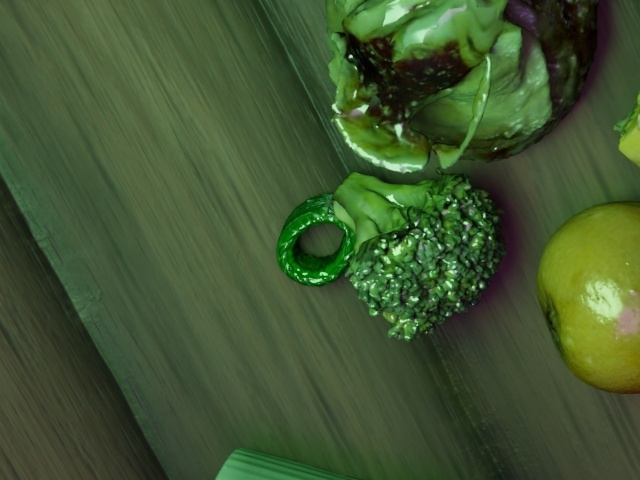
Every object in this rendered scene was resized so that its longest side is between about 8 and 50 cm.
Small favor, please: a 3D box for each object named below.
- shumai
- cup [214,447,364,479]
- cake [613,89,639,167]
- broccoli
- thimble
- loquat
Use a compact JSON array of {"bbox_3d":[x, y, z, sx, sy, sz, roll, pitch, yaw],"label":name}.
[{"bbox_3d":[0.165,-0.269,1.711,0.395,0.348,0.395,3,104,11],"label":"shumai"},{"bbox_3d":[0.004,0.537,2.045,0.392,0.310,0.400,18,109,10],"label":"cup"},{"bbox_3d":[0.533,-0.148,1.723,0.227,0.222,0.286,42,145,-1],"label":"cake"},{"bbox_3d":[0.117,0.007,1.860,0.246,0.288,0.247,26,86,38],"label":"broccoli"},{"bbox_3d":[0.000,0.000,1.968,0.118,0.090,0.130,22,113,0],"label":"thimble"},{"bbox_3d":[0.412,0.077,1.825,0.263,0.263,0.263,3,109,10],"label":"loquat"}]
